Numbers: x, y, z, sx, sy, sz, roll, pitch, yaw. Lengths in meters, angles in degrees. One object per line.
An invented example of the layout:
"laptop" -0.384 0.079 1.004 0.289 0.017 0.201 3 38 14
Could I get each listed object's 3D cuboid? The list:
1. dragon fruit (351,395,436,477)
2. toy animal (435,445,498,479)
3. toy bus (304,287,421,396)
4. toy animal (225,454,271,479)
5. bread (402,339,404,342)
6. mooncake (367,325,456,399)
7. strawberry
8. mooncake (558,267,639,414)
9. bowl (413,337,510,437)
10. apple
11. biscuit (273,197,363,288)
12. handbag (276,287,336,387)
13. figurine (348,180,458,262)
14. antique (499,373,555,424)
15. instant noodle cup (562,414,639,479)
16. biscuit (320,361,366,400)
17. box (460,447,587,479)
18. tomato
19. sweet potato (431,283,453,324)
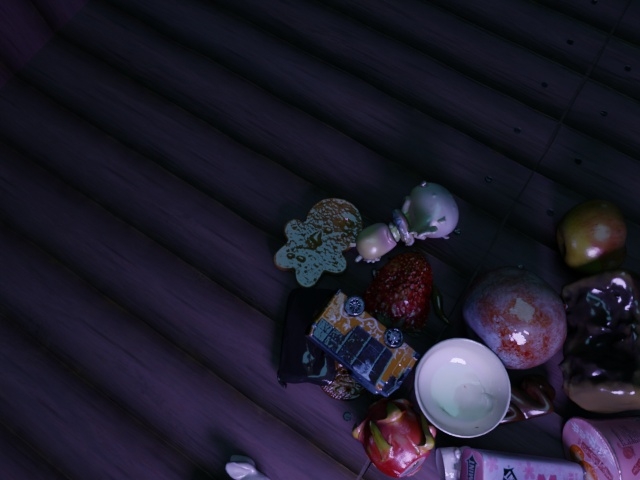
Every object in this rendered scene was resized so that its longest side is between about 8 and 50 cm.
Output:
"dragon fruit" 0.222 0.577 1.415 0.224 0.224 0.227 -29 60 -8
"toy animal" 0.468 0.674 1.424 0.221 0.131 0.104 2 50 0
"toy bus" 0.122 0.311 1.451 0.323 0.162 0.194 39 75 1
"toy animal" -0.248 0.754 1.410 0.178 0.127 0.193 37 78 14
"bread" 0.228 0.351 1.568 0.110 0.060 0.066 -39 102 -6
"mooncake" 0.304 0.407 1.546 0.347 0.150 0.057 -39 104 -25
"strawberry" 0.266 0.156 1.598 0.233 0.138 0.306 12 73 7
"mooncake" 0.870 0.310 1.431 0.394 0.246 0.393 -30 87 -35
"bowl" 0.408 0.436 1.424 0.277 0.145 0.277 -1 73 3
"apple" 0.904 -0.012 1.587 0.194 0.261 0.261 -8 70 16
"biscuit" 0.000 0.001 1.698 0.275 0.052 0.355 36 74 9
"handbag" -0.033 0.321 1.567 0.191 0.075 0.332 1 67 12
"figurine" 0.283 -0.041 1.611 0.394 0.274 0.226 -26 105 2
"antique" 0.608 0.492 1.488 0.257 0.121 0.143 -12 62 4
"instant noodle cup" 0.880 0.622 1.385 0.231 0.243 0.243 -6 71 -9
"biscuit" 0.080 0.430 1.564 0.188 0.027 0.188 0 70 1
"box" 0.581 0.710 1.351 0.369 0.112 0.190 12 76 -15
"tomato" 0.594 0.234 1.471 0.282 0.317 0.317 -25 72 -15
"sweet potato" 0.405 0.221 1.623 0.041 0.038 0.153 -20 74 7
